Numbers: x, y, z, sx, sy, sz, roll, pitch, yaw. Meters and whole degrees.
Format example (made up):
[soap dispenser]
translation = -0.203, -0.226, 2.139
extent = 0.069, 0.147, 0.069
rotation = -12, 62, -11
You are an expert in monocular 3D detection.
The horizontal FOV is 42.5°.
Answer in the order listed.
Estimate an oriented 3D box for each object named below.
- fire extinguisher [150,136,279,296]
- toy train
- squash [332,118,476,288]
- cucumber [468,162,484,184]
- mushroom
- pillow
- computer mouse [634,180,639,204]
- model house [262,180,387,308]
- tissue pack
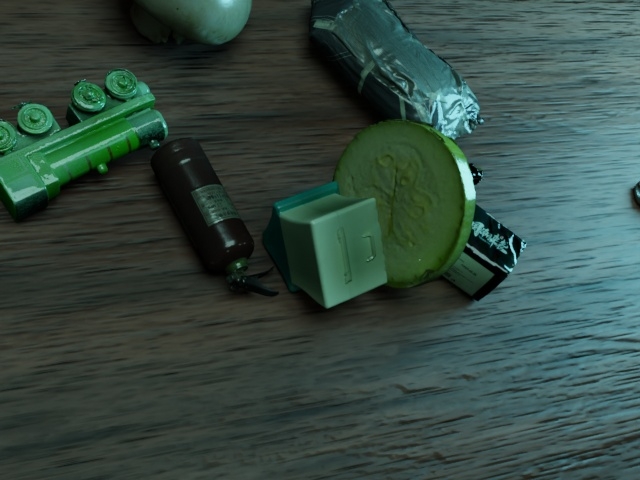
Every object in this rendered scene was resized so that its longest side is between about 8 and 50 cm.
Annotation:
[fire extinguisher]
translation = -0.129, -0.023, 1.060
extent = 0.099, 0.071, 0.231
rotation = -10, 64, -53
[toy train]
translation = -0.313, -0.127, 1.048
extent = 0.251, 0.085, 0.119
rotation = -31, 81, -27
[squash]
translation = 0.102, -0.048, 1.059
extent = 0.041, 0.219, 0.219
rotation = -3, 61, -44
[cucumber]
translation = 0.147, -0.105, 1.200
extent = 0.181, 0.053, 0.053
rotation = 12, 60, -11
[mushroom]
translation = -0.206, -0.370, 1.169
extent = 0.226, 0.178, 0.226
rotation = 36, 33, -28
[pillow]
translation = 0.103, -0.274, 1.252
extent = 0.335, 0.092, 0.161
rotation = 47, 54, 11
[computer mouse]
translation = 0.555, -0.073, 1.320
extent = 0.096, 0.039, 0.066
rotation = 14, 59, -10
[model house]
translation = 0.000, 0.000, 1.054
extent = 0.100, 0.149, 0.127
rotation = -22, 115, -29
[tissue pack]
translation = 0.182, -0.006, 1.127
extent = 0.170, 0.103, 0.090
rotation = 36, 60, 2
